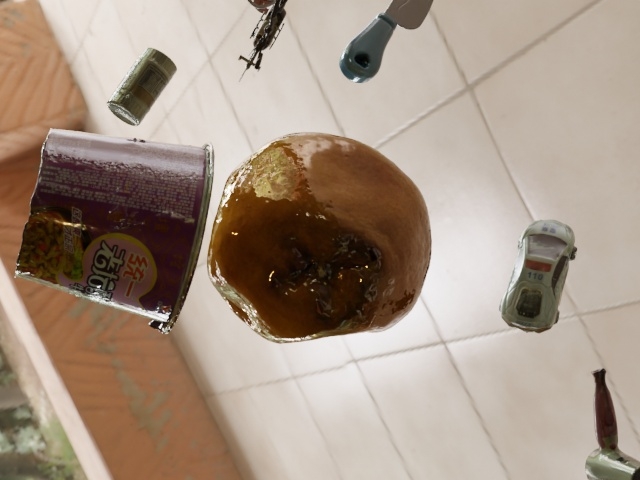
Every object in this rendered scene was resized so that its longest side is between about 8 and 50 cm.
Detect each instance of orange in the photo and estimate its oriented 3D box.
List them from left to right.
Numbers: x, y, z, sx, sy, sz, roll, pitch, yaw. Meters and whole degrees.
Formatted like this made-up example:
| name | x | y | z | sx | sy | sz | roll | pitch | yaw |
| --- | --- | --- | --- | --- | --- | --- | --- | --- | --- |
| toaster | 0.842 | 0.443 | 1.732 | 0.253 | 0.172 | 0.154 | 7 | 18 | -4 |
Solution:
| name | x | y | z | sx | sy | sz | roll | pitch | yaw |
| --- | --- | --- | --- | --- | --- | --- | --- | --- | --- |
| orange | 0.000 | 0.000 | 0.957 | 0.183 | 0.249 | 0.249 | -127 | 18 | -76 |

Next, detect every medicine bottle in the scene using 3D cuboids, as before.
| name | x | y | z | sx | sy | sz | roll | pitch | yaw |
| --- | --- | --- | --- | --- | --- | --- | --- | --- | --- |
| medicine bottle | -0.207 | -0.178 | 1.037 | 0.047 | 0.083 | 0.047 | 27 | 162 | 10 |

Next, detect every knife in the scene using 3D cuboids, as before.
| name | x | y | z | sx | sy | sz | roll | pitch | yaw |
| --- | --- | --- | --- | --- | --- | --- | --- | --- | --- |
| knife | 0.101 | -0.287 | 1.136 | 0.058 | 0.244 | 0.032 | 37 | 154 | -2 |

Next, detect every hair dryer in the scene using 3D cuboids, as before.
| name | x | y | z | sx | sy | sz | roll | pitch | yaw |
| --- | --- | --- | --- | --- | --- | --- | --- | --- | --- |
| hair dryer | 0.353 | 0.233 | 1.092 | 0.106 | 0.054 | 0.154 | 135 | 121 | -77 |

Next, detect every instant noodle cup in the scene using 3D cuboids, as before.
| name | x | y | z | sx | sy | sz | roll | pitch | yaw |
| --- | --- | --- | --- | --- | --- | --- | --- | --- | --- |
| instant noodle cup | -0.345 | -0.029 | 1.479 | 0.340 | 0.266 | 0.339 | -168 | 90 | -73 |

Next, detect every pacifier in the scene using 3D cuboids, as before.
| name | x | y | z | sx | sy | sz | roll | pitch | yaw |
| --- | --- | --- | --- | --- | --- | --- | --- | --- | --- |
| pacifier | -0.109 | -0.448 | 1.601 | 0.078 | 0.082 | 0.099 | 10 | 124 | 62 |

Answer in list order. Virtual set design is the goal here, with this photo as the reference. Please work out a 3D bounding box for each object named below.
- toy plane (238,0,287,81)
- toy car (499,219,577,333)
| name | x | y | z | sx | sy | sz | roll | pitch | yaw |
| --- | --- | --- | --- | --- | --- | --- | --- | --- | --- |
| toy plane | -0.071 | -0.247 | 1.096 | 0.031 | 0.120 | 0.049 | 28 | 180 | -9 |
| toy car | 0.354 | 0.053 | 1.454 | 0.095 | 0.204 | 0.056 | 12 | 159 | 23 |
